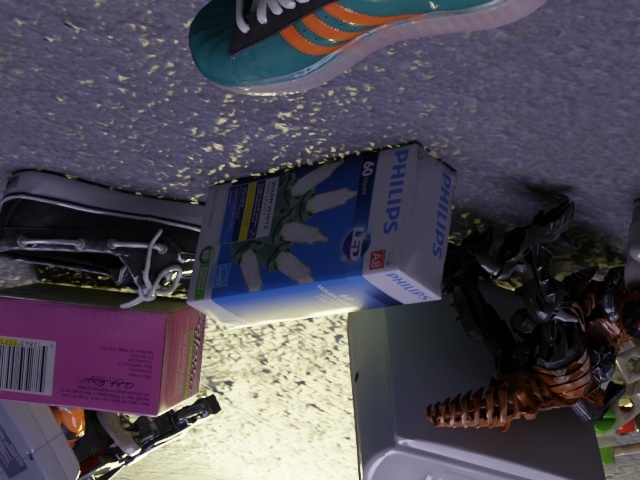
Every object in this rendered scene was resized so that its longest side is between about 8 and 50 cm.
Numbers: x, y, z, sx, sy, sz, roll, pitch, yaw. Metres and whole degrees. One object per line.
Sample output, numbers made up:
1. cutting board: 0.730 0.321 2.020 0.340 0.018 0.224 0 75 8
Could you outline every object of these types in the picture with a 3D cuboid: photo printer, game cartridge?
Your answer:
1. photo printer: 0.154 0.152 1.738 0.256 0.307 0.107 17 126 -16
2. game cartridge: -0.413 0.197 2.118 0.294 0.060 0.196 58 155 0

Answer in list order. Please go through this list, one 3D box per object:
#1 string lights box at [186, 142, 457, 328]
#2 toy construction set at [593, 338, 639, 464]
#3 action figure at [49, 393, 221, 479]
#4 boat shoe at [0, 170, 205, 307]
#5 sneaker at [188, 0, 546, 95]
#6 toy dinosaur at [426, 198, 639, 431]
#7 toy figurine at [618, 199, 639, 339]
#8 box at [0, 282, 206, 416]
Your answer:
1. string lights box: 0.000 0.000 1.626 0.259 0.133 0.077 -11 150 37
2. toy construction set: 0.341 0.195 1.920 0.215 0.151 0.328 -7 156 -1
3. action figure: -0.328 0.242 2.368 0.341 0.178 0.330 -28 155 7
4. boat shoe: -0.187 0.013 1.760 0.306 0.105 0.113 15 157 -14
5. sneaker: 0.016 -0.195 1.210 0.302 0.108 0.121 -15 148 28
6. toy dinosaur: 0.218 0.090 1.634 0.164 0.218 0.322 -23 -173 27
7. toy figurine: 0.393 0.037 1.553 0.209 0.148 0.213 19 156 -24
8. box: -0.259 0.121 1.915 0.213 0.117 0.243 6 -178 6
